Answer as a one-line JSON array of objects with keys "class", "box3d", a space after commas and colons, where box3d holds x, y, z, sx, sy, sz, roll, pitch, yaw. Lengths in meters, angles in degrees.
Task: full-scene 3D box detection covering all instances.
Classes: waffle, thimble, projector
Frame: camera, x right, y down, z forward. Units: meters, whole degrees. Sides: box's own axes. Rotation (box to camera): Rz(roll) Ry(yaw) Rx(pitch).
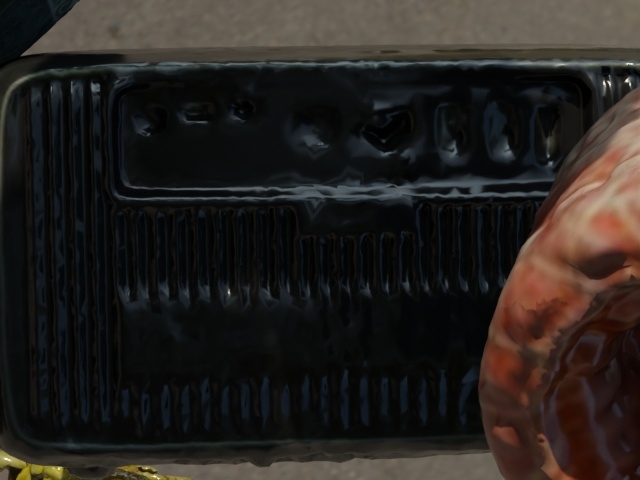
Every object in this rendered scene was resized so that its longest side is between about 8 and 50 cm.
[{"class": "waffle", "box3d": [-0.142, 0.210, 1.441, 0.238, 0.243, 0.059, 26, 77, -46]}, {"class": "thimble", "box3d": [0.192, 0.046, 0.716, 0.239, 0.239, 0.162, 55, 37, -11]}, {"class": "projector", "box3d": [0.000, 0.000, 1.080, 0.395, 0.405, 0.242, 0, 95, -6]}]

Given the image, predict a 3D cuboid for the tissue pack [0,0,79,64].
[{"class": "tissue pack", "box3d": [-0.203, -0.171, 0.935, 0.185, 0.257, 0.081, -42, 76, -12]}]
